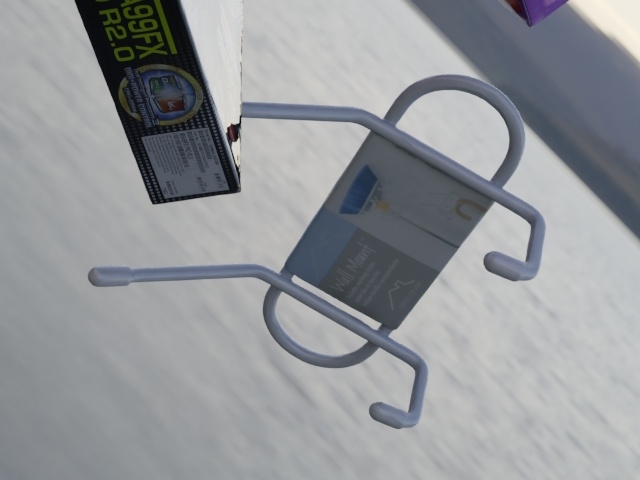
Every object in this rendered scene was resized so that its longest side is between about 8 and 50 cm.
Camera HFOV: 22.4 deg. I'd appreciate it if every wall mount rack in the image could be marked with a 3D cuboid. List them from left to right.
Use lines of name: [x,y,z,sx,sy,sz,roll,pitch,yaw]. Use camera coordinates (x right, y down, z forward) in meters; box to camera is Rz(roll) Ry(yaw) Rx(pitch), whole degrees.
wall mount rack: [0.000,0.000,1.307,0.304,0.350,0.130,28,39,-6]

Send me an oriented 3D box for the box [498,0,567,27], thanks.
box: [0.058,-0.298,1.108,0.293,0.057,0.201,48,-9,38]

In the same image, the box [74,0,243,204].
box: [-0.102,-0.189,0.962,0.270,0.060,0.216,75,10,-47]
